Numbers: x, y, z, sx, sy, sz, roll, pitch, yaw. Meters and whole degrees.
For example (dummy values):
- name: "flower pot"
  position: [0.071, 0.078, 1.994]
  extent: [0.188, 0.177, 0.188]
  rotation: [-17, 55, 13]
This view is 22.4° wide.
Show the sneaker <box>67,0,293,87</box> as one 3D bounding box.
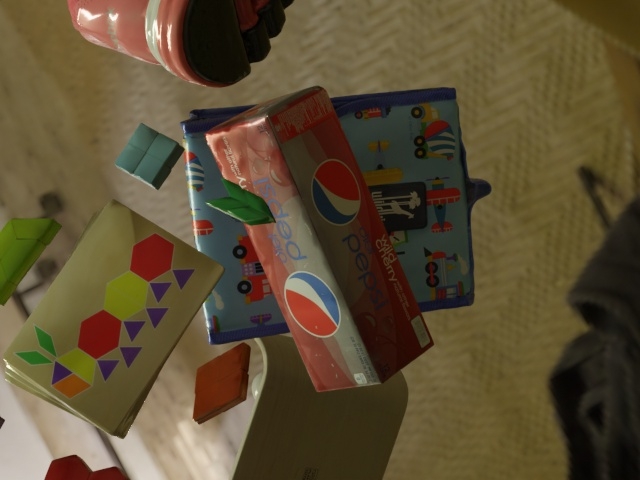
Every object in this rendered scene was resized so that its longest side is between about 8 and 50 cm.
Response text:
- name: "sneaker"
  position: [-0.060, -0.224, 1.106]
  extent: [0.136, 0.314, 0.116]
  rotation: [12, 131, 27]

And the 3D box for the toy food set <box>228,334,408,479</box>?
- name: "toy food set"
  position: [-0.035, 0.277, 2.011]
  extent: [0.092, 0.220, 0.306]
  rotation: [25, 99, 55]

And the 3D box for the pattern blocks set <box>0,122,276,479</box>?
- name: "pattern blocks set"
  position: [-0.177, 0.069, 1.366]
  extent: [0.285, 0.325, 0.026]
  rotation: [39, 177, 28]

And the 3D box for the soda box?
- name: "soda box"
  position: [0.000, 0.000, 1.448]
  extent: [0.092, 0.083, 0.263]
  rotation: [-12, 105, 47]

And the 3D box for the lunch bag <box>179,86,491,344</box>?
- name: "lunch bag"
  position: [0.023, -0.032, 1.605]
  extent: [0.138, 0.293, 0.220]
  rotation: [-93, -4, -80]
